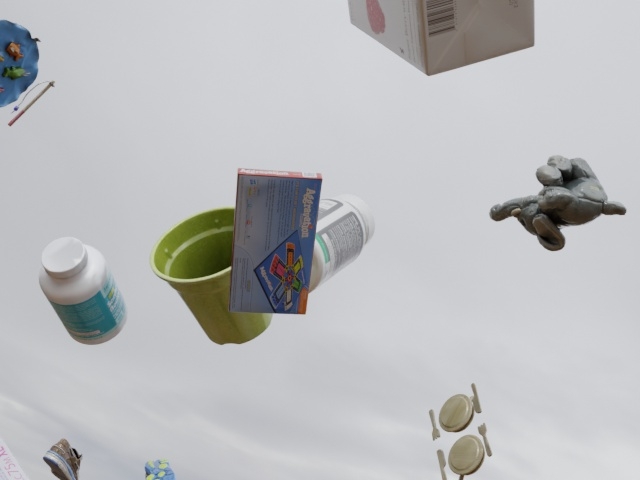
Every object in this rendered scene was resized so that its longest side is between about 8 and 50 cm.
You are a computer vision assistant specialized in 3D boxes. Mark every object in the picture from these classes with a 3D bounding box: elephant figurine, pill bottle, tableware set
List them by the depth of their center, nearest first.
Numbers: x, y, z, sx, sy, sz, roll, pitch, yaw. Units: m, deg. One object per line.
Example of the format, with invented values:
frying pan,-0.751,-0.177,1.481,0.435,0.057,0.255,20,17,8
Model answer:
tableware set,0.296,0.404,1.701,0.128,0.194,0.039,-38,-59,24
elephant figurine,0.504,-0.063,1.792,0.169,0.186,0.239,-5,-33,-17
pill bottle,-0.522,0.107,1.796,0.146,0.146,0.264,15,-33,15
pill bottle,0.000,0.000,2.269,0.204,0.361,0.204,11,-67,27

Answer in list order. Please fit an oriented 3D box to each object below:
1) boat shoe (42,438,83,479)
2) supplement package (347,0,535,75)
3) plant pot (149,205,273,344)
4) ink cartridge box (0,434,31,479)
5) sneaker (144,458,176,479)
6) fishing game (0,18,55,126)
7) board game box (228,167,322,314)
boat shoe,-0.572,0.507,1.870,0.066,0.066,0.183,26,-31,12
supplement package,0.162,-0.385,1.214,0.293,0.175,0.177,-126,-159,-55
plant pot,-0.228,0.101,1.942,0.276,0.276,0.254,7,-48,30
ink cartridge box,-0.609,0.495,1.538,0.186,0.065,0.311,41,-46,31
sneaker,-0.319,0.496,1.643,0.067,0.078,0.188,-10,5,-12
fishing game,-0.630,-0.342,1.626,0.041,0.189,0.264,35,-13,28
board game box,-0.083,0.008,1.452,0.145,0.027,0.281,4,-60,-7
